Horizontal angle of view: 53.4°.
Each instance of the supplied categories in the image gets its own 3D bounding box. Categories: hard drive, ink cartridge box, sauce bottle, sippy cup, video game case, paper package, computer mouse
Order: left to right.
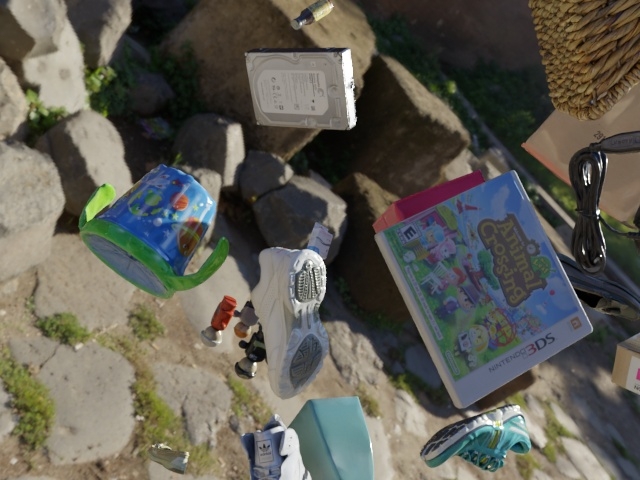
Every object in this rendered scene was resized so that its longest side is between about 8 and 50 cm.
[{"bbox_3d":[-0.349,-0.031,1.362,0.305,0.240,0.224,38,65,-12],"label":"sippy cup"},{"bbox_3d":[-0.061,-0.460,1.928,0.339,0.237,0.064,9,33,27],"label":"hard drive"},{"bbox_3d":[-0.022,-0.565,1.591,0.042,0.042,0.128,45,60,0],"label":"sauce bottle"},{"bbox_3d":[0.000,0.000,1.584,0.048,0.028,0.083,29,71,-35],"label":"ink cartridge box"},{"bbox_3d":[0.189,0.050,0.724,0.212,0.193,0.023,65,-18,3],"label":"video game case"},{"bbox_3d":[0.726,-0.239,1.536,0.168,0.309,0.325,11,32,-54],"label":"paper package"},{"bbox_3d":[0.410,-0.041,0.714,0.060,0.262,0.184,-30,114,-37],"label":"computer mouse"},{"bbox_3d":[0.706,0.251,1.196,0.193,0.088,0.234,-12,23,-38],"label":"ink cartridge box"}]

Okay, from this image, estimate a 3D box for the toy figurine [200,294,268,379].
[{"bbox_3d":[-0.186,0.254,1.689,0.213,0.148,0.209,34,13,23],"label":"toy figurine"}]

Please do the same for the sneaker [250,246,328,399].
[{"bbox_3d":[-0.053,0.115,0.932,0.090,0.232,0.115,-7,17,-42],"label":"sneaker"}]

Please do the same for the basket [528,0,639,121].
[{"bbox_3d":[0.441,-0.314,0.923,0.299,0.213,0.223,-55,130,-73],"label":"basket"}]

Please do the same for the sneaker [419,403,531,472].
[{"bbox_3d":[0.312,0.394,1.230,0.275,0.107,0.110,-5,66,-34],"label":"sneaker"}]

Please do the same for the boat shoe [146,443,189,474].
[{"bbox_3d":[-0.337,0.475,1.410,0.056,0.153,0.048,31,71,-29],"label":"boat shoe"}]

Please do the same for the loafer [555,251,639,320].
[{"bbox_3d":[0.649,0.130,1.540,0.267,0.096,0.084,30,61,3],"label":"loafer"}]

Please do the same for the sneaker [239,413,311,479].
[{"bbox_3d":[-0.125,0.551,1.419,0.366,0.137,0.210,-46,123,-71],"label":"sneaker"}]

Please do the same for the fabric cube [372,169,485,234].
[{"bbox_3d":[0.319,0.007,1.661,0.259,0.254,0.258,120,-52,-76],"label":"fabric cube"}]

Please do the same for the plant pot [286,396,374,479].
[{"bbox_3d":[0.040,0.568,1.708,0.165,0.165,0.234,5,44,-31],"label":"plant pot"}]
